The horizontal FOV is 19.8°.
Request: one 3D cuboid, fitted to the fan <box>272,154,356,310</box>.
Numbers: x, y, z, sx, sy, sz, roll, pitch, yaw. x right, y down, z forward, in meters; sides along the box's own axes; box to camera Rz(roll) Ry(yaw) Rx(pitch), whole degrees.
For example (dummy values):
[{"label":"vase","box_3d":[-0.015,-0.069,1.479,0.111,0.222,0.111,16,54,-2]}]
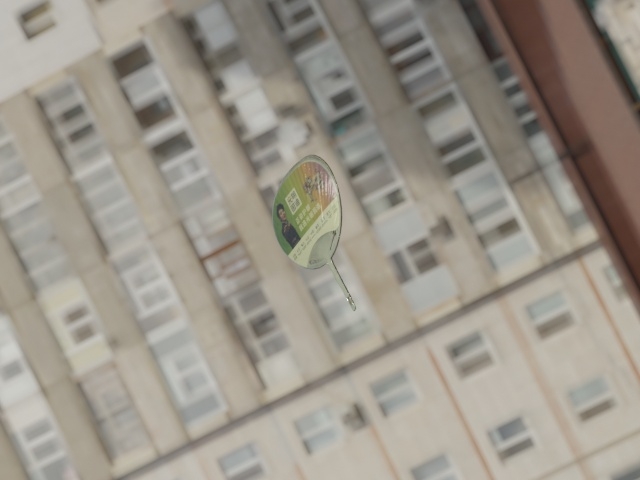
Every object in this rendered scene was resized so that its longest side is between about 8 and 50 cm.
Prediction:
[{"label":"fan","box_3d":[-0.006,-0.002,0.918,0.003,0.060,0.080,-7,-92,-36]}]
